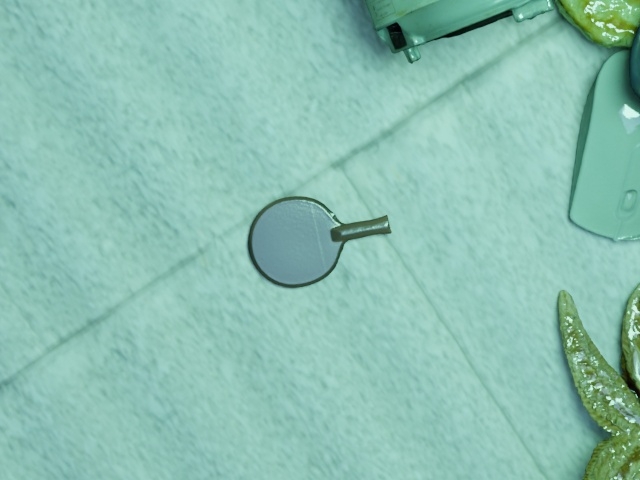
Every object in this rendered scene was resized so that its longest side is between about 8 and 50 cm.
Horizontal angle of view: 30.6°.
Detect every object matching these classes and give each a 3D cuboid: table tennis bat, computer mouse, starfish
[{"bbox_3d":[0.000,0.000,1.330,0.169,0.119,0.108,-11,95,-1],"label":"table tennis bat"},{"bbox_3d":[0.365,-0.111,1.367,0.127,0.079,0.231,4,97,-1],"label":"computer mouse"},{"bbox_3d":[0.389,0.217,1.343,0.375,0.094,0.327,40,69,16],"label":"starfish"}]

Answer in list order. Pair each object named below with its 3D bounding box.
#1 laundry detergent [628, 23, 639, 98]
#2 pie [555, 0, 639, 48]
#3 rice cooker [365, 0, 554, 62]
[{"bbox_3d":[0.469,-0.162,1.322,0.289,0.094,0.143,30,69,-34],"label":"laundry detergent"},{"bbox_3d":[0.368,-0.343,1.344,0.248,0.090,0.201,-42,87,1],"label":"pie"},{"bbox_3d":[0.137,-0.360,1.243,0.316,0.264,0.317,-1,93,-12],"label":"rice cooker"}]
